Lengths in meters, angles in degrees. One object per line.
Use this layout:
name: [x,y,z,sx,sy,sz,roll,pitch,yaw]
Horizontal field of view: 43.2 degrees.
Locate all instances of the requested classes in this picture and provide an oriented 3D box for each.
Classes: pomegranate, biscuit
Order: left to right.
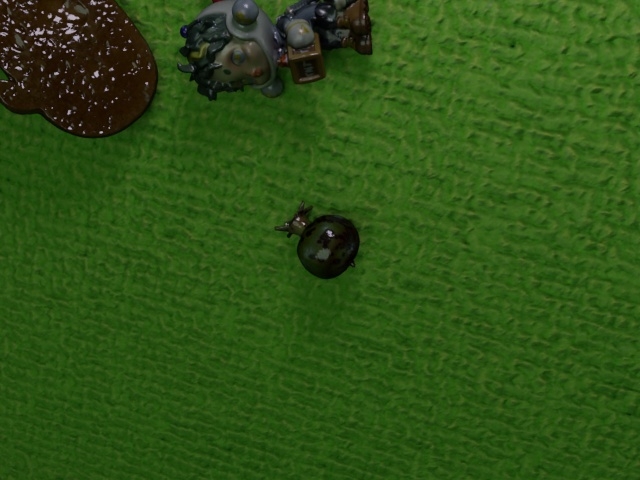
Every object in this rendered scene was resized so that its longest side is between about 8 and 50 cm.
biscuit: [-0.520,-0.370,1.651,0.314,0.063,0.367,-43,110,-11]
pomegranate: [0.005,0.001,1.739,0.169,0.149,0.148,51,120,32]

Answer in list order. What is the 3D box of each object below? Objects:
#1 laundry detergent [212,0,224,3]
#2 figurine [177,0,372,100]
laundry detergent: [-0.203,-0.534,1.609,0.098,0.049,0.165,-6,113,12]
figurine: [-0.092,-0.379,1.575,0.382,0.186,0.261,-5,136,9]
